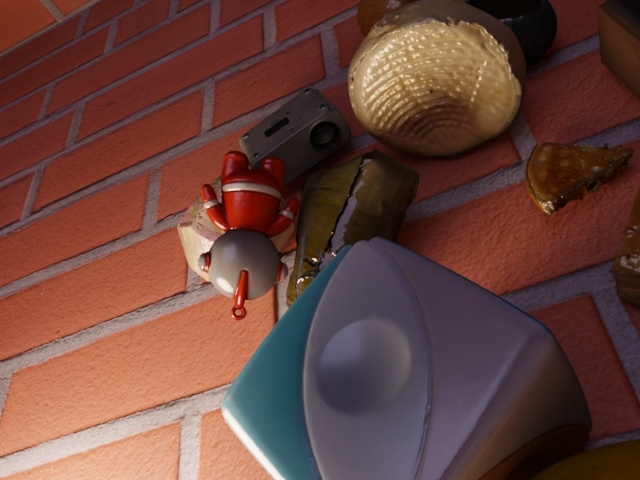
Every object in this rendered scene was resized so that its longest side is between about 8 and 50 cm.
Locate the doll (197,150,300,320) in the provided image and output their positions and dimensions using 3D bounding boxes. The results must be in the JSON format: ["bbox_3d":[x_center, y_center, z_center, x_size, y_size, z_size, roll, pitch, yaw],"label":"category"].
[{"bbox_3d":[-0.142,-0.010,1.225,0.200,0.105,0.336,7,71,-14],"label":"doll"}]

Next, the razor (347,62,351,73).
[{"bbox_3d":[0.194,-0.460,1.620,0.232,0.068,0.106,-30,46,-2],"label":"razor"}]

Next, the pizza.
[{"bbox_3d":[0.477,-0.120,1.159,0.193,0.053,0.201,-7,41,29],"label":"pizza"}]

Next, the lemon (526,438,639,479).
[{"bbox_3d":[0.392,0.365,0.625,0.364,0.364,0.364,-17,48,20],"label":"lemon"}]

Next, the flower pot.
[{"bbox_3d":[0.407,-0.471,1.417,0.243,0.157,0.189,2,55,34],"label":"flower pot"}]

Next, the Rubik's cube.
[{"bbox_3d":[0.124,0.248,0.870,0.352,0.347,0.351,-48,45,-10],"label":"Rubik's cube"}]

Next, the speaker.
[{"bbox_3d":[0.646,-0.357,1.157,0.153,0.192,0.230,-28,49,8],"label":"speaker"}]

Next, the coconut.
[{"bbox_3d":[-0.195,-0.021,1.378,0.233,0.233,0.245,16,62,39],"label":"coconut"}]

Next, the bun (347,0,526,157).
[{"bbox_3d":[0.241,-0.352,1.306,0.364,0.364,0.202,-9,47,26],"label":"bun"}]

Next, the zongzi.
[{"bbox_3d":[0.000,0.000,1.311,0.393,0.174,0.356,5,69,59],"label":"zongzi"}]

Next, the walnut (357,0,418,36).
[{"bbox_3d":[0.194,-0.592,1.645,0.207,0.167,0.167,14,64,41],"label":"walnut"}]

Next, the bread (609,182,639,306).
[{"bbox_3d":[0.595,-0.005,0.953,0.239,0.111,0.246,13,62,37],"label":"bread"}]

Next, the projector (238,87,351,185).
[{"bbox_3d":[-0.070,-0.254,1.547,0.250,0.108,0.198,-34,33,3],"label":"projector"}]
